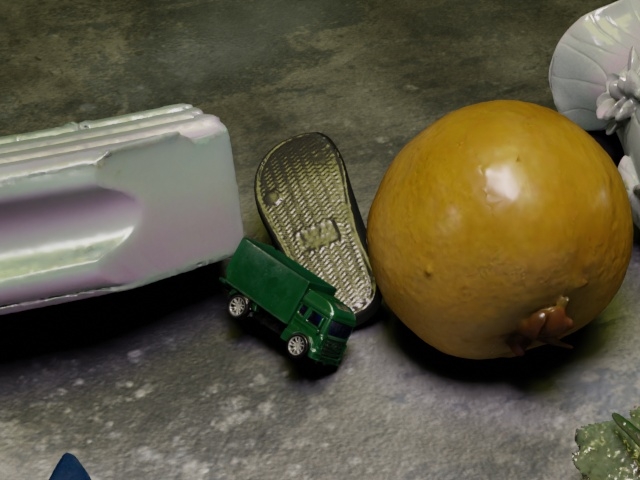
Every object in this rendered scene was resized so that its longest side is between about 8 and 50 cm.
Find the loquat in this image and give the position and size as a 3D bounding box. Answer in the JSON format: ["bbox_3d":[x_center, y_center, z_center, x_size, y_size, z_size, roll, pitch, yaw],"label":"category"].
[{"bbox_3d":[0.185,-0.005,1.482,0.274,0.275,0.275,1,38,-1],"label":"loquat"}]

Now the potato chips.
[{"bbox_3d":[0.356,0.204,1.372,0.228,0.059,0.167,-23,49,-28],"label":"potato chips"}]

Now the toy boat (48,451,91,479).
[{"bbox_3d":[-0.214,0.280,1.273,0.080,0.046,0.229,-6,38,-8],"label":"toy boat"}]

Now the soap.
[{"bbox_3d":[-0.311,-0.025,1.519,0.446,0.156,0.261,-10,14,-15],"label":"soap"}]

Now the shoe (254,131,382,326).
[{"bbox_3d":[0.000,0.000,1.621,0.108,0.093,0.241,-20,62,0],"label":"shoe"}]

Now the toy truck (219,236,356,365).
[{"bbox_3d":[-0.032,0.068,1.515,0.147,0.079,0.065,34,8,32],"label":"toy truck"}]

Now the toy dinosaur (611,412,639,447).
[{"bbox_3d":[0.466,0.272,1.252,0.300,0.087,0.447,-20,55,-18],"label":"toy dinosaur"}]

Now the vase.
[{"bbox_3d":[0.434,-0.114,1.666,0.250,0.250,0.445,-12,35,-16],"label":"vase"}]
